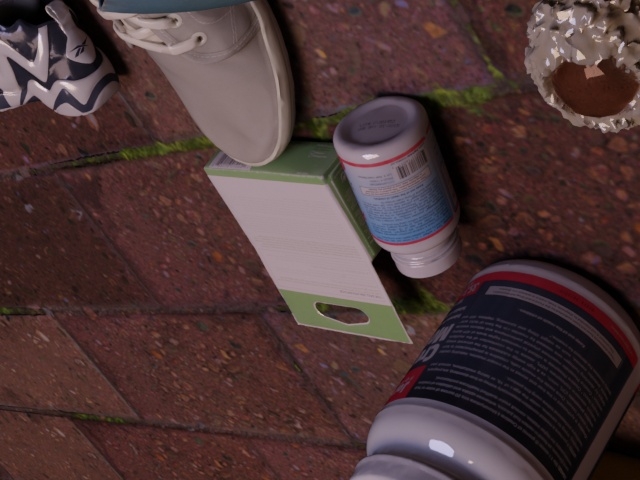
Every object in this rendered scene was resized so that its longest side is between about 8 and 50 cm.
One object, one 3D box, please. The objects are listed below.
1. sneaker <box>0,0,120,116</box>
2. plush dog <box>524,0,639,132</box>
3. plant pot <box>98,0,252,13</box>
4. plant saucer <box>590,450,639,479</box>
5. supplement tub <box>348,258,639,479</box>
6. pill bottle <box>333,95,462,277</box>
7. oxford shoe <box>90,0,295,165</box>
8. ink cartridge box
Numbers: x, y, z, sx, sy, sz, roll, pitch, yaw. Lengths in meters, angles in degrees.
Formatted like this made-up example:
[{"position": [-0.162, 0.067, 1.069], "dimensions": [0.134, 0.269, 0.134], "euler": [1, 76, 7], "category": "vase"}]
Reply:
[{"position": [-0.333, -0.217, 1.339], "dimensions": [0.235, 0.094, 0.153], "euler": [14, 138, 38], "category": "sneaker"}, {"position": [0.266, -0.177, 0.734], "dimensions": [0.262, 0.211, 0.225], "euler": [17, 138, -18], "category": "plush dog"}, {"position": [-0.031, -0.282, 0.814], "dimensions": [0.195, 0.290, 0.290], "euler": [5, 151, -13], "category": "plant pot"}, {"position": [0.276, 0.325, 1.419], "dimensions": [0.332, 0.081, 0.333], "euler": [10, 138, 40], "category": "plant saucer"}, {"position": [0.162, 0.167, 1.148], "dimensions": [0.191, 0.272, 0.191], "euler": [26, 146, 19], "category": "supplement tub"}, {"position": [0.076, -0.045, 1.142], "dimensions": [0.087, 0.087, 0.160], "euler": [10, 138, 38], "category": "pill bottle"}, {"position": [-0.150, -0.231, 1.100], "dimensions": [0.169, 0.130, 0.449], "euler": [11, 141, 34], "category": "oxford shoe"}, {"position": [0.000, 0.000, 1.309], "dimensions": [0.171, 0.056, 0.235], "euler": [7, 139, 42], "category": "ink cartridge box"}]
